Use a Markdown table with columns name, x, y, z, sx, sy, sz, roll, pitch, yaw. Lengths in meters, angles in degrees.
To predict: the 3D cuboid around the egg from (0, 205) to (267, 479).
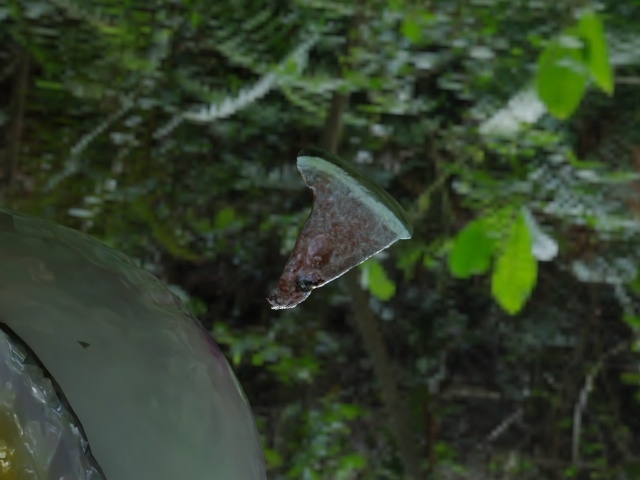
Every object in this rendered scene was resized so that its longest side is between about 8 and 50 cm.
| name | x | y | z | sx | sy | sz | roll | pitch | yaw |
| --- | --- | --- | --- | --- | --- | --- | --- | --- | --- |
| egg | -0.186 | 0.149 | 0.852 | 0.354 | 0.354 | 0.340 | 2 | -176 | 20 |

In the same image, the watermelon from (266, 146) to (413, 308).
| name | x | y | z | sx | sy | sz | roll | pitch | yaw |
| --- | --- | --- | --- | --- | --- | --- | --- | --- | --- |
| watermelon | 0.024 | -0.003 | 1.459 | 0.121 | 0.158 | 0.098 | 12 | -172 | 1 |
